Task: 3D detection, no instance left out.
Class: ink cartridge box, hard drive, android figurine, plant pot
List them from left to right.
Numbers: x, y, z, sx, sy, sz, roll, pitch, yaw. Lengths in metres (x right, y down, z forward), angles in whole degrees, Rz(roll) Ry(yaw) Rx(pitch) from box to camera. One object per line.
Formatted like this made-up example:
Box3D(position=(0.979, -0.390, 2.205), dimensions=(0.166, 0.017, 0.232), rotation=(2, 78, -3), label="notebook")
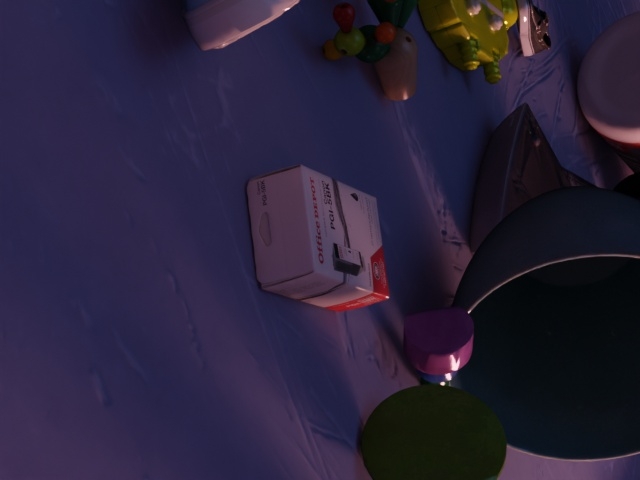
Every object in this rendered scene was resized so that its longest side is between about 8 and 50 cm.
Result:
Box3D(position=(0.000, 0.000, 1.309), dimensions=(0.135, 0.056, 0.099), rotation=(20, 59, -58), label="ink cartridge box")
Box3D(position=(0.164, -0.317, 1.800), dimensions=(0.248, 0.056, 0.272), rotation=(22, 54, -57), label="android figurine")
Box3D(position=(0.238, -0.024, 1.768), dimensions=(0.172, 0.054, 0.254), rotation=(56, 33, -31), label="hard drive")
Box3D(position=(0.268, 0.058, 1.551), dimensions=(0.290, 0.290, 0.195), rotation=(53, 25, -34), label="plant pot")

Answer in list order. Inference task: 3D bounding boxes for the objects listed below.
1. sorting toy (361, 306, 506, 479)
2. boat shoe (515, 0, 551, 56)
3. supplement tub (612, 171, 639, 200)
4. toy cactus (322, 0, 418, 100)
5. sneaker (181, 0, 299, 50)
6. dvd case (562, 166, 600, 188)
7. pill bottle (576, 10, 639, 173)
Box3D(position=(0.099, 0.233, 1.353), dimensions=(0.126, 0.127, 0.365), rotation=(88, 6, -49), label="sorting toy")
Box3D(position=(0.272, -0.279, 1.945), dimensions=(0.142, 0.040, 0.049), rotation=(55, 25, -71), label="boat shoe")
Box3D(position=(0.489, 0.003, 2.160), dimensions=(0.198, 0.106, 0.106), rotation=(66, 28, -23), label="supplement tub")
Box3D(position=(0.058, -0.222, 1.526), dimensions=(0.219, 0.112, 0.180), rotation=(-74, 157, -50), label="toy cactus")
Box3D(position=(-0.074, -0.291, 1.278), dimensions=(0.150, 0.135, 0.366), rotation=(50, 26, -24), label="sneaker")
Box3D(position=(0.356, -0.007, 2.020), dimensions=(0.221, 0.018, 0.164), rotation=(18, 59, -57), label="dvd case")
Box3D(position=(0.541, -0.172, 2.249), dimensions=(0.363, 0.210, 0.210), rotation=(36, 45, -50), label="pill bottle")
